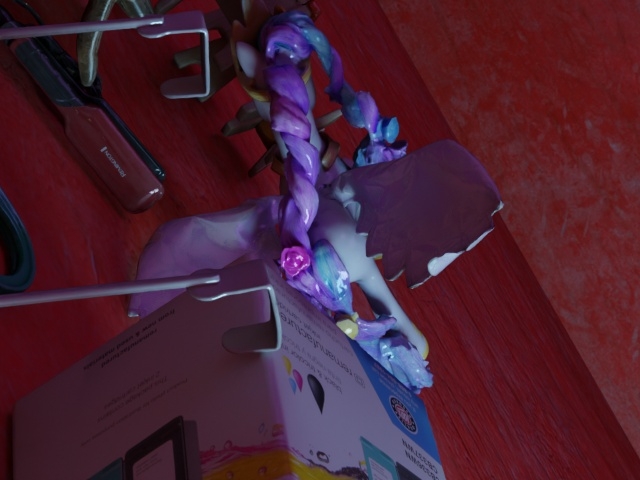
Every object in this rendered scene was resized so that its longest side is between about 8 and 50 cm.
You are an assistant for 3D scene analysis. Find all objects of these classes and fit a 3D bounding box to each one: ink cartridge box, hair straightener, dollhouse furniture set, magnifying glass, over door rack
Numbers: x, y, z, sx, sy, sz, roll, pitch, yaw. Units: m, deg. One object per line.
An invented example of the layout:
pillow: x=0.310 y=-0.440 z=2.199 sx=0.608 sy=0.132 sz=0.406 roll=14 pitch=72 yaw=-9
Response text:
ink cartridge box: x=-0.041 y=0.195 z=0.784 sx=0.198 sy=0.197 sz=0.270 roll=43 pitch=23 yaw=-38
hair straightener: x=-0.216 y=-0.125 z=1.153 sx=0.230 sy=0.047 sz=0.089 roll=47 pitch=12 yaw=-16
dollhouse furniture set: x=-0.062 y=-0.227 z=1.389 sx=0.262 sy=0.135 sz=0.259 roll=58 pitch=-18 yaw=0
magnifying glass: x=-0.254 y=-0.060 z=0.944 sx=0.092 sy=0.026 sz=0.231 roll=24 pitch=36 yaw=-60
over door rack: x=-0.188 y=-0.062 z=0.728 sx=0.324 sy=0.108 sz=0.239 roll=2 pitch=46 yaw=-20

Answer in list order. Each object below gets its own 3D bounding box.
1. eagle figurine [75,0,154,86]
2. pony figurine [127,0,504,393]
eagle figurine: x=-0.184 y=-0.309 z=1.180 sx=0.225 sy=0.226 sz=0.298 roll=42 pitch=15 yaw=-27
pony figurine: x=0.000 y=0.000 z=1.192 sx=0.351 sy=0.303 sz=0.363 roll=-102 pitch=174 yaw=-49
